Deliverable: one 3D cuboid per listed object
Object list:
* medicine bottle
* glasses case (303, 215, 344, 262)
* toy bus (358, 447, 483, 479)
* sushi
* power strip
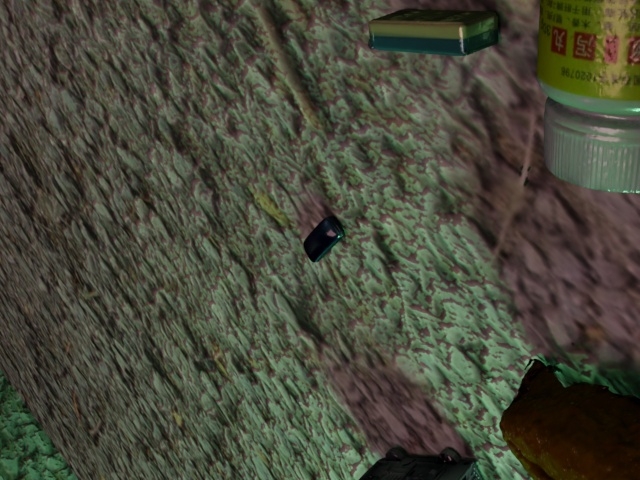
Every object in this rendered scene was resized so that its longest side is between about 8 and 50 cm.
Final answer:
[{"bbox_3d":[0.229,-0.160,0.579,0.139,0.139,0.225,22,128,40],"label":"medicine bottle"},{"bbox_3d":[0.000,0.000,1.038,0.033,0.023,0.083,53,141,8],"label":"glasses case"},{"bbox_3d":[0.129,0.336,1.047,0.178,0.087,0.098,-16,106,50],"label":"toy bus"},{"bbox_3d":[0.278,0.203,0.731,0.149,0.140,0.287,59,167,-12],"label":"sushi"},{"bbox_3d":[0.104,-0.200,0.766,0.123,0.056,0.032,17,123,43],"label":"power strip"}]
